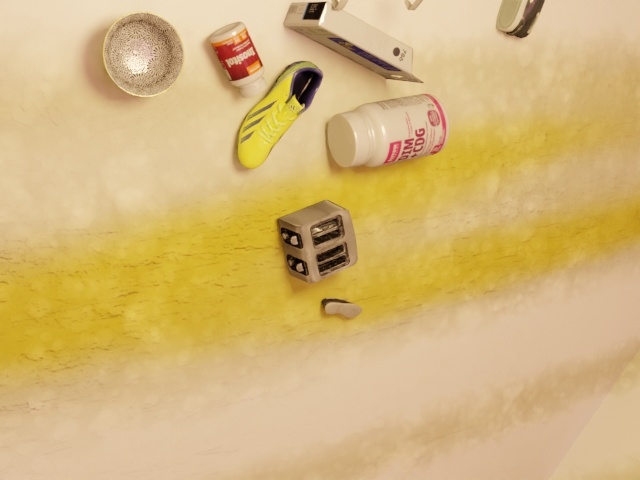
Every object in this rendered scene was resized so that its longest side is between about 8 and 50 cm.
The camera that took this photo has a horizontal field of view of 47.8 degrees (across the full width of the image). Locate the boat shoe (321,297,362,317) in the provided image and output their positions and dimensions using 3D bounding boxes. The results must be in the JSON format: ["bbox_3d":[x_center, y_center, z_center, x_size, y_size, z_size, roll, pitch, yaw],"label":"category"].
[{"bbox_3d":[0.058,0.181,1.972,0.125,0.038,0.046,8,120,-32],"label":"boat shoe"}]

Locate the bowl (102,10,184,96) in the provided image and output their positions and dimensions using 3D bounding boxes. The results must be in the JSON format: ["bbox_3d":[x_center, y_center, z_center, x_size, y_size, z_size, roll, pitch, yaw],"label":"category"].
[{"bbox_3d":[-0.375,-0.386,1.495,0.170,0.080,0.170,-10,110,-30],"label":"bowl"}]

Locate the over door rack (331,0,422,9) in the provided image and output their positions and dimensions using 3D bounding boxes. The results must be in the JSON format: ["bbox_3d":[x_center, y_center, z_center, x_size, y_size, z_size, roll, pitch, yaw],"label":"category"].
[{"bbox_3d":[0.111,-0.679,1.595,0.239,0.108,0.324,-11,84,-33],"label":"over door rack"}]

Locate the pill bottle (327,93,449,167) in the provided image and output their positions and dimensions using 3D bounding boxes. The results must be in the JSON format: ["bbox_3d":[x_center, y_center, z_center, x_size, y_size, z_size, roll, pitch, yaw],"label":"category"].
[{"bbox_3d":[0.171,-0.273,1.824,0.283,0.160,0.160,-15,113,-27],"label":"pill bottle"}]

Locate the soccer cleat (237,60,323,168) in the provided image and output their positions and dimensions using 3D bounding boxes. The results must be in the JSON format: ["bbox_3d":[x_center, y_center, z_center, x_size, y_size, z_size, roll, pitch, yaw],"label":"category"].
[{"bbox_3d":[-0.095,-0.293,1.674,0.093,0.121,0.289,35,86,-35],"label":"soccer cleat"}]

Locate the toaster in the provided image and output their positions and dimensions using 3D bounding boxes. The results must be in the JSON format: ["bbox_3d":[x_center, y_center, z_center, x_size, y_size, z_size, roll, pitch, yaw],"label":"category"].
[{"bbox_3d":[0.000,0.000,1.834,0.185,0.110,0.168,-22,116,-25],"label":"toaster"}]

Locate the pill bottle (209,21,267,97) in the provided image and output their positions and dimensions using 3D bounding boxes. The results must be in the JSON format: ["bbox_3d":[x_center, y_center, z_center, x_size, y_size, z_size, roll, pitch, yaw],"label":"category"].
[{"bbox_3d":[-0.178,-0.400,1.610,0.086,0.086,0.152,-36,121,-18],"label":"pill bottle"}]

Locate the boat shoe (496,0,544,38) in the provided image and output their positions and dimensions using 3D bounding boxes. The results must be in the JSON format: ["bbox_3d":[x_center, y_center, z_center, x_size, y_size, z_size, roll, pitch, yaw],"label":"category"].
[{"bbox_3d":[0.582,-0.709,1.981,0.091,0.114,0.303,12,110,-33],"label":"boat shoe"}]

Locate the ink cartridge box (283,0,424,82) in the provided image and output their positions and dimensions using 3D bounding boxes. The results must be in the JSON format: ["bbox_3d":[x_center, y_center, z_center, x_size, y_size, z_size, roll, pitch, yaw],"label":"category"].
[{"bbox_3d":[0.091,-0.467,1.711,0.332,0.165,0.065,19,93,-35],"label":"ink cartridge box"}]
